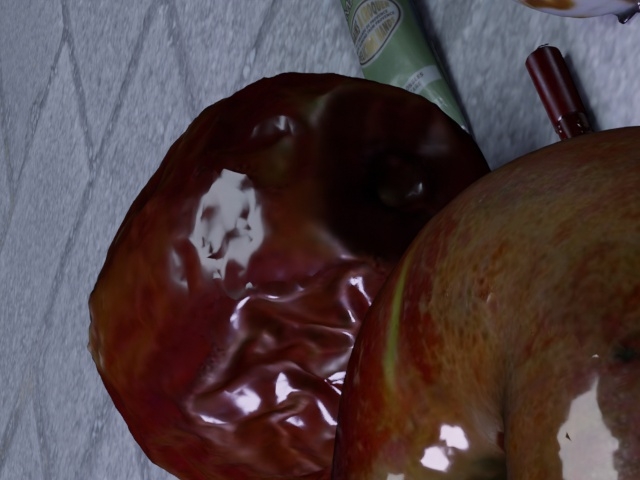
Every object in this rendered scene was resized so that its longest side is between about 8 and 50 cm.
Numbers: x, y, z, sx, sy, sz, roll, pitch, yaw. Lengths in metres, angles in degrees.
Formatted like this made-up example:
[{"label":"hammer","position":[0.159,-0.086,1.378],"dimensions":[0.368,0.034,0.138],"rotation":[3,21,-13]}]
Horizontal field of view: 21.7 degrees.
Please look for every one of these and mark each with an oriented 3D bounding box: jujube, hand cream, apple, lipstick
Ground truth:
[{"label":"jujube","position":[-0.024,0.042,1.217],"dimensions":[0.377,0.276,0.276],"rotation":[128,142,-49]},{"label":"hand cream","position":[0.061,-0.142,1.325],"dimensions":[0.086,0.055,0.235],"rotation":[-48,45,39]},{"label":"apple","position":[0.160,0.122,0.735],"dimensions":[0.348,0.277,0.348],"rotation":[-22,65,61]},{"label":"lipstick","position":[0.170,-0.058,1.079],"dimensions":[0.027,0.027,0.176],"rotation":[118,147,-41]}]

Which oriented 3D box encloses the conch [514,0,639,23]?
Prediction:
[{"label":"conch","position":[0.119,-0.264,1.088],"dimensions":[0.183,0.149,0.275],"rotation":[-67,30,26]}]
